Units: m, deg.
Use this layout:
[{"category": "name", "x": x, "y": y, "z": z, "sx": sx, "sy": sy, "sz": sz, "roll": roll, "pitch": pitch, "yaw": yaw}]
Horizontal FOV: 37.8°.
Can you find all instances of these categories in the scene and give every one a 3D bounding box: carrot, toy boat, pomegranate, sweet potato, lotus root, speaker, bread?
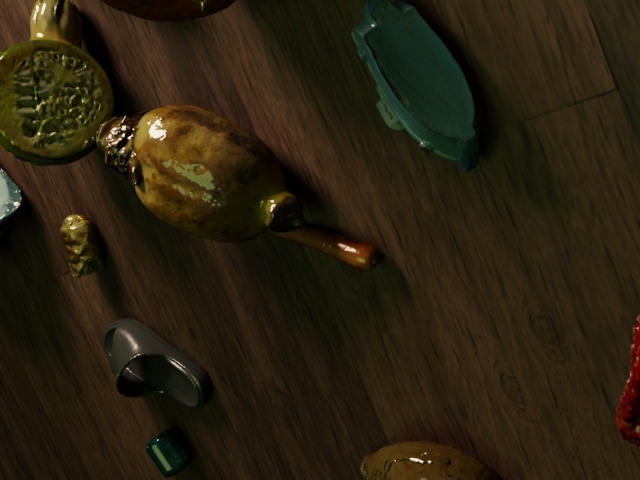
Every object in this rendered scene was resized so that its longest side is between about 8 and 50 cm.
[{"category": "carrot", "x": 0.000, "y": 0.000, "z": 1.252, "sx": 0.190, "sy": 0.037, "sz": 0.037, "roll": 20, "pitch": 124, "yaw": 36}, {"category": "toy boat", "x": 0.110, "y": -0.169, "z": 1.049, "sx": 0.215, "sy": 0.088, "sz": 0.102, "roll": 55, "pitch": 169, "yaw": 3}, {"category": "pomegranate", "x": -0.419, "y": -0.229, "z": 1.390, "sx": 0.159, "sy": 0.190, "sz": 0.241, "roll": 11, "pitch": 122, "yaw": 65}, {"category": "sweet potato", "x": 0.164, "y": 0.327, "z": 1.236, "sx": 0.310, "sy": 0.098, "sz": 0.124, "roll": 18, "pitch": 130, "yaw": 37}, {"category": "lotus root", "x": -0.151, "y": -0.086, "z": 1.260, "sx": 0.314, "sy": 0.141, "sz": 0.169, "roll": 26, "pitch": 130, "yaw": 17}, {"category": "speaker", "x": -0.270, "y": 0.378, "z": 1.669, "sx": 0.075, "sy": 0.060, "sz": 0.094, "roll": 57, "pitch": 170, "yaw": 2}, {"category": "bread", "x": -0.404, "y": 0.008, "z": 1.583, "sx": 0.066, "sy": 0.060, "sz": 0.110, "roll": -146, "pitch": 44, "yaw": -63}]

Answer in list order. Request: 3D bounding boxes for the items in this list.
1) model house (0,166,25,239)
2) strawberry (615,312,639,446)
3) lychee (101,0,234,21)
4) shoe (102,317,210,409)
[{"category": "model house", "x": -0.682, "y": -0.041, "z": 1.738, "sx": 0.253, "sy": 0.184, "sz": 0.291, "roll": 41, "pitch": 146, "yaw": 9}, {"category": "strawberry", "x": 0.389, "y": 0.135, "z": 0.935, "sx": 0.188, "sy": 0.106, "sz": 0.286, "roll": 40, "pitch": 132, "yaw": 20}, {"category": "lychee", "x": -0.184, "y": -0.364, "z": 1.071, "sx": 0.255, "sy": 0.255, "sz": 0.300, "roll": -37, "pitch": 51, "yaw": 45}, {"category": "shoe", "x": -0.299, "y": 0.218, "z": 1.577, "sx": 0.241, "sy": 0.093, "sz": 0.108, "roll": 25, "pitch": 127, "yaw": 27}]
